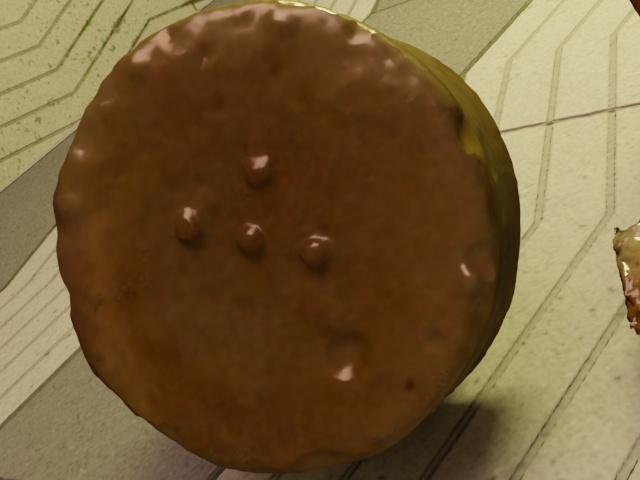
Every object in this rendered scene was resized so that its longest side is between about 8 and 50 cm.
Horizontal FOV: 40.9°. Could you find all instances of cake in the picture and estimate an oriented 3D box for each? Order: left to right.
[{"bbox_3d":[0.003,-0.008,0.683,0.332,0.332,0.321,-24,-2,18],"label":"cake"}]

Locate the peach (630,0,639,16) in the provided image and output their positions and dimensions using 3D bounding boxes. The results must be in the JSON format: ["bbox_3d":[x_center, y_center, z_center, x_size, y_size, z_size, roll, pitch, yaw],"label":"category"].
[{"bbox_3d":[0.383,-0.262,0.625,0.308,0.308,0.332,-43,-2,-19],"label":"peach"}]

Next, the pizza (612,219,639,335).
[{"bbox_3d":[0.267,0.055,0.502,0.226,0.069,0.147,0,63,52],"label":"pizza"}]
